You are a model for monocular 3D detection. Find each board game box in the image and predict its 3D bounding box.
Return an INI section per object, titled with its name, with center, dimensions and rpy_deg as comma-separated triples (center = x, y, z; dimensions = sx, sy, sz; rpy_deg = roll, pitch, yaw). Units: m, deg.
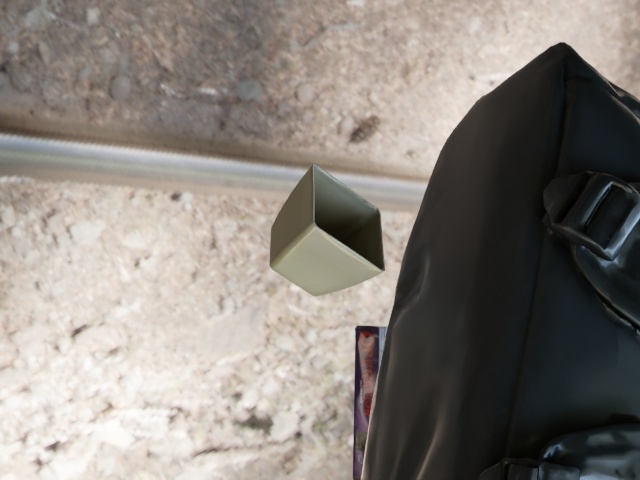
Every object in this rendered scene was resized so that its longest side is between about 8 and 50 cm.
[board game box]
center = 0.124, 0.292, 1.576
dimensions = 0.208, 0.056, 0.346
rpy_deg = 4, 86, -54

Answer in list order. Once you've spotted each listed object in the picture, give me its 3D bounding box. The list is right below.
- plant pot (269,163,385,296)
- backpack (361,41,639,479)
[plant pot]
center = 0.000, 0.000, 1.279
dimensions = 0.109, 0.109, 0.096
rpy_deg = 34, 123, -27
[backpack]
center = 0.196, 0.115, 0.555
dimensions = 0.356, 0.290, 0.273
rpy_deg = 16, 161, -13
